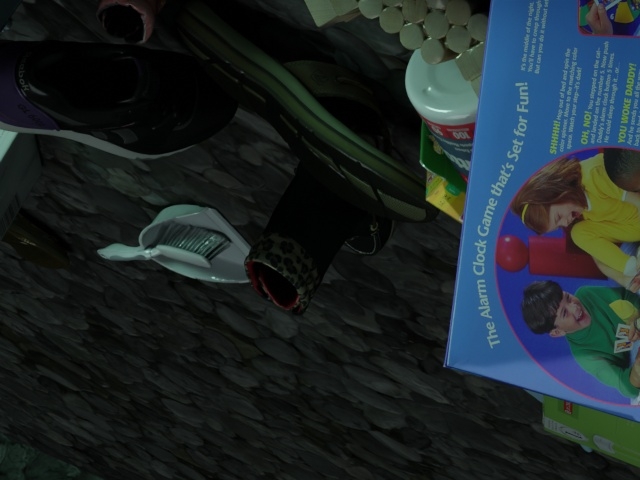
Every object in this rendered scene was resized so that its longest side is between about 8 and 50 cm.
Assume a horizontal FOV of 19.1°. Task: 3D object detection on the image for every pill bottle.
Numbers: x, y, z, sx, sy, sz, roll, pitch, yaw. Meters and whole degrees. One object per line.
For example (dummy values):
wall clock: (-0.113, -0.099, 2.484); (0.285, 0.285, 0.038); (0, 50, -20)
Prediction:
pill bottle: (0.152, -0.094, 1.566); (0.108, 0.108, 0.180); (12, 154, 36)

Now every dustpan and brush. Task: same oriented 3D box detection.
dustpan and brush: (-0.183, 0.009, 2.293); (0.211, 0.060, 0.147); (10, 153, 39)

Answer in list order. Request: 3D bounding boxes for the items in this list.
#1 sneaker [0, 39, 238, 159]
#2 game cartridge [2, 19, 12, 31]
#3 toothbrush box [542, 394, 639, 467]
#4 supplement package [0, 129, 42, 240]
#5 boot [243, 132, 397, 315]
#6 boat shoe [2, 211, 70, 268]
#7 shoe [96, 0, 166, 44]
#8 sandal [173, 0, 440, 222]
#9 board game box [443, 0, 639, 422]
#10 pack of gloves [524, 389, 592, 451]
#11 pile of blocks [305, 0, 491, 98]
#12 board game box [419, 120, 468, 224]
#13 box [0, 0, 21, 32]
sneaker: (-0.173, -0.131, 1.747); (0.283, 0.107, 0.124); (-1, 179, -40)
game cartridge: (-0.366, -0.247, 1.980); (0.056, 0.017, 0.083); (-1, 145, 46)
toothbrush box: (0.369, 0.154, 1.864); (0.283, 0.122, 0.206); (22, 158, 17)
supplement package: (-0.503, -0.108, 2.247); (0.293, 0.177, 0.175); (26, 160, 7)
boot: (-0.002, -0.001, 1.874); (0.085, 0.178, 0.236); (20, 157, 19)
boat shoe: (-0.395, -0.011, 2.548); (0.153, 0.048, 0.056); (32, 148, -31)
shoe: (-0.178, -0.216, 1.724); (0.063, 0.081, 0.178); (33, 159, -14)
sandal: (-0.002, -0.128, 1.728); (0.303, 0.086, 0.120); (42, 165, 3)
board game box: (0.223, -0.052, 1.296); (0.233, 0.347, 0.078); (16, -159, 25)
pack of gloves: (0.290, 0.185, 2.148); (0.232, 0.046, 0.195); (35, 159, -19)
pile of blocks: (0.143, -0.179, 1.423); (0.362, 0.149, 0.113); (30, -156, 19)
board game box: (0.188, -0.018, 1.700); (0.259, 0.124, 0.039); (35, 116, -15)
box: (-0.351, -0.185, 1.678); (0.097, 0.318, 0.395); (34, 159, -17)
